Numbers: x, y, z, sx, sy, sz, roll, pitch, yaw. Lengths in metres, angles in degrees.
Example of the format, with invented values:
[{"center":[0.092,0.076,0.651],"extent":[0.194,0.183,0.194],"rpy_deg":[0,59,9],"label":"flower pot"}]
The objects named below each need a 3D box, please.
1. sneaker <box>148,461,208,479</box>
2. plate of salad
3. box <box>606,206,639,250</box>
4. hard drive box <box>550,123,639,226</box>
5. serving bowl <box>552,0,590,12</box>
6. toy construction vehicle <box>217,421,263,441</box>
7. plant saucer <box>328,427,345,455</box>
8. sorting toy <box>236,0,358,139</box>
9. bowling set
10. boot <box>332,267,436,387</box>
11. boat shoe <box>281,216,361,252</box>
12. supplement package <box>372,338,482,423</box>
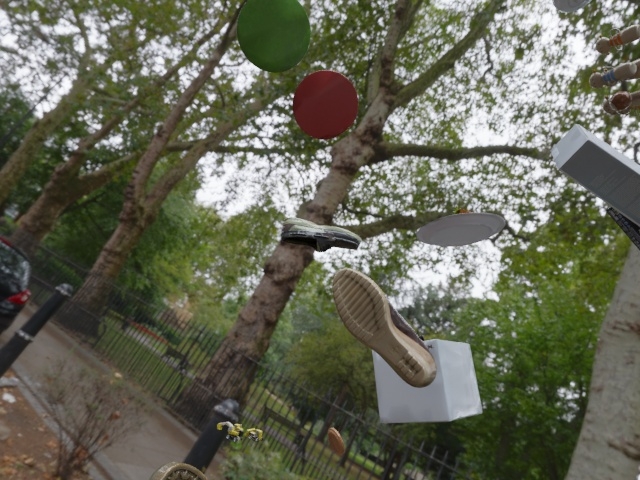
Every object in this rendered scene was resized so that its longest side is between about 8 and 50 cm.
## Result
[{"center":[-0.127,0.297,0.408],"extent":[0.086,0.064,0.192],"rpy_deg":[-15,-73,37],"label":"sneaker"},{"center":[0.325,-0.031,0.985],"extent":[0.199,0.048,0.200],"rpy_deg":[-3,-21,-1],"label":"plate of salad"},{"center":[1.012,-0.069,1.280],"extent":[0.191,0.045,0.184],"rpy_deg":[61,-25,20],"label":"box"},{"center":[0.679,-0.159,0.992],"extent":[0.232,0.181,0.089],"rpy_deg":[37,-56,3],"label":"hard drive box"},{"center":[0.527,-0.506,0.867],"extent":[0.083,0.027,0.083],"rpy_deg":[2,-26,1],"label":"serving bowl"},{"center":[-0.207,0.491,1.087],"extent":[0.098,0.035,0.085],"rpy_deg":[2,-15,34],"label":"toy construction vehicle"},{"center":[0.047,0.625,1.303],"extent":[0.083,0.013,0.084],"rpy_deg":[30,-53,50],"label":"plant saucer"},{"center":[-0.065,-0.358,0.775],"extent":[0.366,0.127,0.126],"rpy_deg":[51,14,-18],"label":"sorting toy"},{"center":[0.877,-0.463,1.254],"extent":[0.287,0.199,0.154],"rpy_deg":[55,-15,-14],"label":"bowling set"},{"center":[0.124,0.167,0.804],"extent":[0.249,0.090,0.207],"rpy_deg":[52,6,18],"label":"boot"},{"center":[0.000,-0.001,1.152],"extent":[0.223,0.074,0.080],"rpy_deg":[14,-26,-3],"label":"boat shoe"},{"center":[0.304,0.398,1.188],"extent":[0.197,0.200,0.262],"rpy_deg":[-18,-25,33],"label":"supplement package"}]
